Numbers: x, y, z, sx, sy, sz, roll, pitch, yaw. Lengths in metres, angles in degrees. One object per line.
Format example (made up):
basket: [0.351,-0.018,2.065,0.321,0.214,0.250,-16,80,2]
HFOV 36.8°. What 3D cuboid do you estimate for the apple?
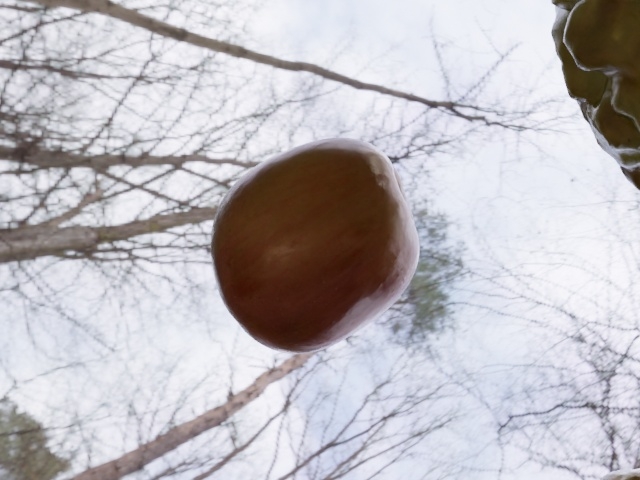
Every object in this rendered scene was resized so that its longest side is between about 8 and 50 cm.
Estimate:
apple: [0.000,0.000,0.829,0.199,0.199,0.199,2,-85,30]

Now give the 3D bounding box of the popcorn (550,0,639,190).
popcorn: [0.205,-0.096,0.420,0.184,0.221,0.204,-46,-127,45]

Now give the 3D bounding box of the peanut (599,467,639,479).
peanut: [0.292,0.275,0.837,0.140,0.109,0.159,-35,-102,32]
